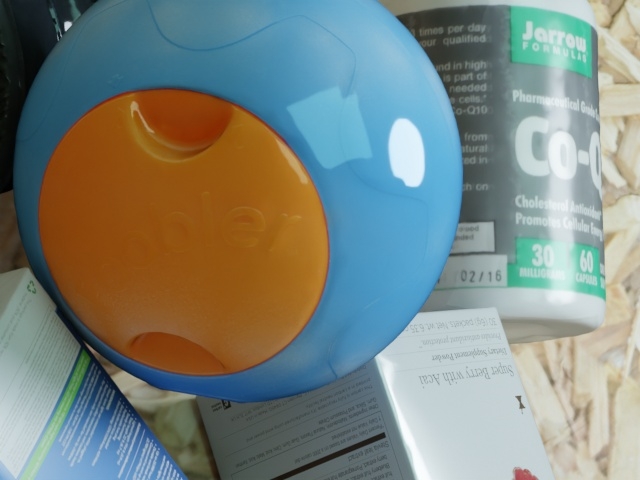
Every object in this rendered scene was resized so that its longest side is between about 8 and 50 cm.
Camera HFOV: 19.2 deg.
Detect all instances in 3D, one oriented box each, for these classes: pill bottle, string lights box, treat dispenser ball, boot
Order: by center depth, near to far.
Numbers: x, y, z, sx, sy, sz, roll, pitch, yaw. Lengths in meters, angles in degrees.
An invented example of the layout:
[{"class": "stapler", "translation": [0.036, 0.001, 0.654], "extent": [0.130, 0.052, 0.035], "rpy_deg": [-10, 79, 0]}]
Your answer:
[{"class": "string lights box", "translation": [-0.161, 0.159, 1.177], "extent": [0.259, 0.077, 0.133], "rpy_deg": [58, 34, -30]}, {"class": "treat dispenser ball", "translation": [-0.052, -0.040, 1.218], "extent": [0.288, 0.288, 0.288], "rpy_deg": [29, 47, -37]}, {"class": "boot", "translation": [-0.177, -0.122, 1.369], "extent": [0.207, 0.094, 0.246], "rpy_deg": [16, 50, -40]}, {"class": "pill bottle", "translation": [0.130, -0.102, 1.570], "extent": [0.204, 0.204, 0.361], "rpy_deg": [9, 76, -48]}]

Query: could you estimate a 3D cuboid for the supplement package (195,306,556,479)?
[{"class": "supplement package", "translation": [0.064, 0.215, 1.378], "extent": [0.177, 0.175, 0.293], "rpy_deg": [-2, 70, -52]}]
